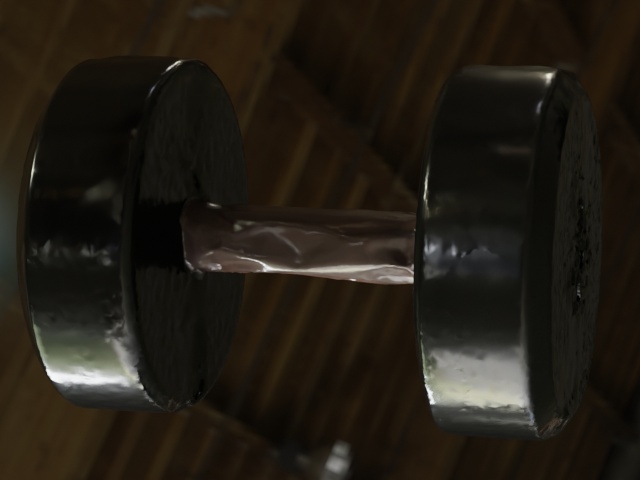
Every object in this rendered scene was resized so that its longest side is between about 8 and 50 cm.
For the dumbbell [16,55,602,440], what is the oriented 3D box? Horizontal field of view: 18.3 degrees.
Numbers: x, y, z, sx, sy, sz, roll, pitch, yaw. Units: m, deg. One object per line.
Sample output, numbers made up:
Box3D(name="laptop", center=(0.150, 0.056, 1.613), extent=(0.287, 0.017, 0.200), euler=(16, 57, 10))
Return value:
Box3D(name="dumbbell", center=(0.000, 0.000, 0.821), extent=(0.152, 0.218, 0.153), euler=(2, -90, -75))
